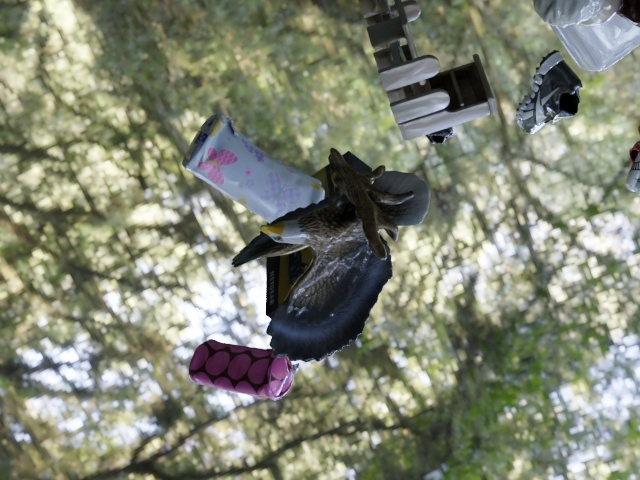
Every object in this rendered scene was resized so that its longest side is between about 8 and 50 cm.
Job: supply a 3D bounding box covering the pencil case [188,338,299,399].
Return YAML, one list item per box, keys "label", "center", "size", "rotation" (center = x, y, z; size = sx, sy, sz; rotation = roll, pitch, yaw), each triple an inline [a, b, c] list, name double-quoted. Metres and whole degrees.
- label: "pencil case"
  center: [-0.150, 0.238, 2.109]
  size: [0.209, 0.098, 0.095]
  rotation: [4, -174, 33]

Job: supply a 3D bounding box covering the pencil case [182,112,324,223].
- label: "pencil case"
  center: [-0.127, -0.123, 2.121]
  size: [0.124, 0.273, 0.113]
  rotation: [-59, -162, -10]

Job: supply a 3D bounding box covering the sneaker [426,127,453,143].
- label: "sneaker"
  center: [0.235, -0.248, 2.171]
  size: [0.058, 0.152, 0.084]
  rotation: [5, -121, -4]

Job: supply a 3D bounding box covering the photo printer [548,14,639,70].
- label: "photo printer"
  center: [0.339, -0.390, 1.336]
  size: [0.256, 0.307, 0.107]
  rotation: [-40, -147, 8]

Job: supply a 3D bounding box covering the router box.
- label: "router box"
  center: [0.000, 0.000, 2.286]
  size: [0.243, 0.081, 0.309]
  rotation: [-33, -140, 29]

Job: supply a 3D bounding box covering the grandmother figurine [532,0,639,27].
- label: "grandmother figurine"
  center: [0.400, -0.256, 1.221]
  size: [0.342, 0.104, 0.208]
  rotation: [6, -159, -6]

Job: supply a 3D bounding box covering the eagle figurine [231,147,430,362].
- label: "eagle figurine"
  center: [0.004, 0.006, 1.653]
  size: [0.298, 0.225, 0.226]
  rotation: [-61, -178, 47]

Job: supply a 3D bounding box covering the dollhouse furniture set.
- label: "dollhouse furniture set"
  center: [0.174, -0.292, 1.787]
  size: [0.161, 0.242, 0.212]
  rotation: [-17, -127, 7]

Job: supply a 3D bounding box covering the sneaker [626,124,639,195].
- label: "sneaker"
  center: [0.508, -0.147, 1.496]
  size: [0.145, 0.090, 0.270]
  rotation: [25, -118, 20]

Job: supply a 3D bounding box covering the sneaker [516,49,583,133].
- label: "sneaker"
  center: [0.455, -0.266, 2.211]
  size: [0.078, 0.106, 0.234]
  rotation: [-34, 159, -22]
